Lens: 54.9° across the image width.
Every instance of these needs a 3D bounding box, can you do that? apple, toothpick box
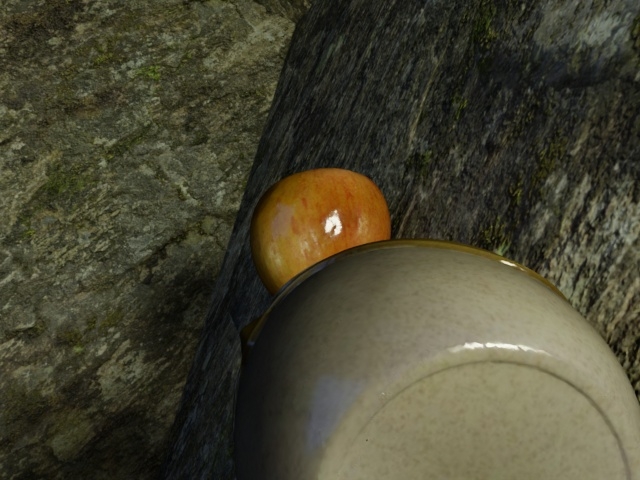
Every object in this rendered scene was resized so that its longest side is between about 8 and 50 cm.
[{"bbox_3d":[0.000,0.000,1.276,0.299,0.299,0.275,-33,63,54],"label":"apple"},{"bbox_3d":[0.096,0.194,0.691,0.425,0.409,0.409,-144,77,-82],"label":"toothpick box"}]
